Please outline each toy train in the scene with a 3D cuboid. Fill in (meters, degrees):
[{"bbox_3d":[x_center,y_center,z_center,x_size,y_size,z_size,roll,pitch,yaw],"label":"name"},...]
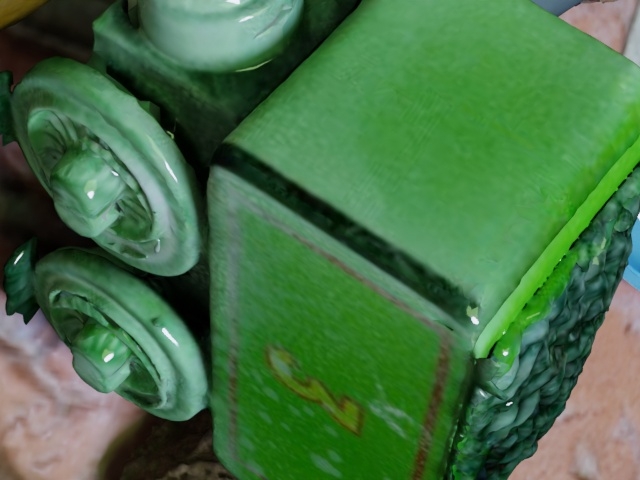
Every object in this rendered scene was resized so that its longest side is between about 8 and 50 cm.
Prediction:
[{"bbox_3d":[0.000,0.000,0.552,0.132,0.188,0.243,-48,163,-26],"label":"toy train"}]

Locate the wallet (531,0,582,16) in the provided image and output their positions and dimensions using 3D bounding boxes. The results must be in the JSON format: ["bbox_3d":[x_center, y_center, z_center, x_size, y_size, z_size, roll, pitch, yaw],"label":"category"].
[{"bbox_3d":[0.101,-0.239,0.651,0.360,0.083,0.252,-37,105,-25],"label":"wallet"}]

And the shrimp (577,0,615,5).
[{"bbox_3d":[0.131,-0.153,0.733,0.190,0.075,0.073,-52,159,-12],"label":"shrimp"}]

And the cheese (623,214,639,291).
[{"bbox_3d":[0.145,-0.023,0.797,0.256,0.037,0.106,8,94,-39],"label":"cheese"}]

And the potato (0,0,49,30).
[{"bbox_3d":[-0.118,-0.130,0.482,0.203,0.178,0.158,-48,143,-34],"label":"potato"}]

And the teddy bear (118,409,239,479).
[{"bbox_3d":[-0.056,0.183,0.619,0.182,0.129,0.251,47,43,-39],"label":"teddy bear"}]
